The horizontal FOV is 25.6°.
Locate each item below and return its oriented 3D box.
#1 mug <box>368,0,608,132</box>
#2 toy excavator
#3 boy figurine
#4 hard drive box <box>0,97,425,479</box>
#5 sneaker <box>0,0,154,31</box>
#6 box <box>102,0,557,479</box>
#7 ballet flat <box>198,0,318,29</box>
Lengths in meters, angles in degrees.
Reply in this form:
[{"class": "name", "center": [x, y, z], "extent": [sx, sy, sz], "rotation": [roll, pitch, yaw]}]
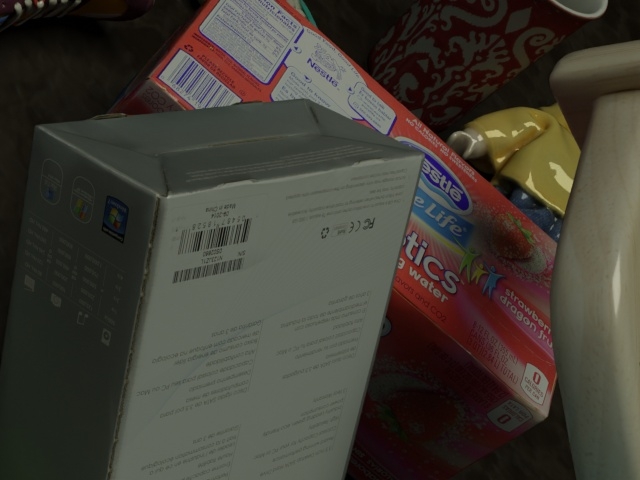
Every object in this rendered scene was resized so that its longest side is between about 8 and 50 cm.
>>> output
[{"class": "mug", "center": [0.133, -0.175, 1.116], "extent": [0.113, 0.169, 0.150], "rotation": [49, 38, 0]}, {"class": "toy excavator", "center": [0.151, 0.157, 0.673], "extent": [0.433, 0.222, 0.445], "rotation": [-36, 117, -53]}, {"class": "boy figurine", "center": [0.167, -0.033, 1.096], "extent": [0.177, 0.092, 0.285], "rotation": [39, 39, -12]}, {"class": "hard drive box", "center": [-0.059, 0.058, 0.688], "extent": [0.089, 0.232, 0.181], "rotation": [28, 25, 35]}, {"class": "sneaker", "center": [-0.191, -0.156, 0.883], "extent": [0.185, 0.069, 0.084], "rotation": [13, 59, -29]}, {"class": "box", "center": [0.000, 0.000, 0.867], "extent": [0.300, 0.142, 0.154], "rotation": [40, 40, -12]}, {"class": "ballet flat", "center": [-0.049, -0.166, 1.024], "extent": [0.077, 0.091, 0.241], "rotation": [-7, 55, -12]}]
